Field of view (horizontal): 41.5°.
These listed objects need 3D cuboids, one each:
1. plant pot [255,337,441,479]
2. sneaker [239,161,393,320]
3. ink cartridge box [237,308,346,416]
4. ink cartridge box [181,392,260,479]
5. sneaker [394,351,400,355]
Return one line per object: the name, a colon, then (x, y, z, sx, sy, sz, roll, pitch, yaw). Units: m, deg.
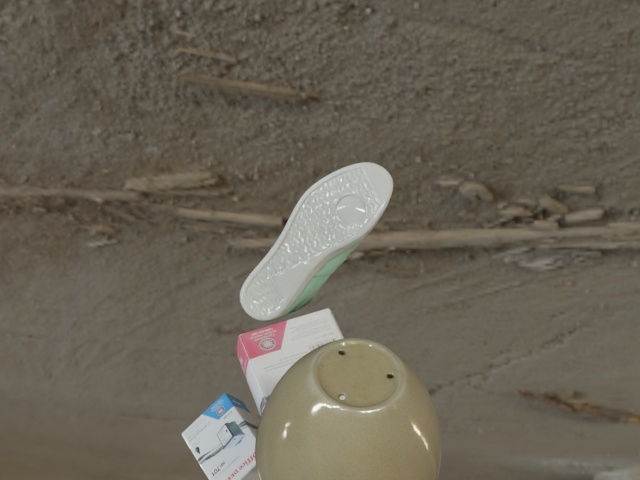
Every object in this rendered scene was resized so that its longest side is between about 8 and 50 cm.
plant pot: (0.046, 0.253, 1.230, 0.284, 0.284, 0.190, 5, 132, 1)
sneaker: (-0.001, 0.000, 1.142, 0.094, 0.256, 0.151, 44, -176, 8)
ink cartridge box: (-0.028, 0.305, 1.722, 0.207, 0.283, 0.117, -15, 148, -18)
ink cartridge box: (-0.192, 0.451, 1.832, 0.139, 0.190, 0.082, -44, 141, 1)
sneaker: (0.140, 0.320, 1.846, 0.153, 0.235, 0.094, -43, 171, 25)
